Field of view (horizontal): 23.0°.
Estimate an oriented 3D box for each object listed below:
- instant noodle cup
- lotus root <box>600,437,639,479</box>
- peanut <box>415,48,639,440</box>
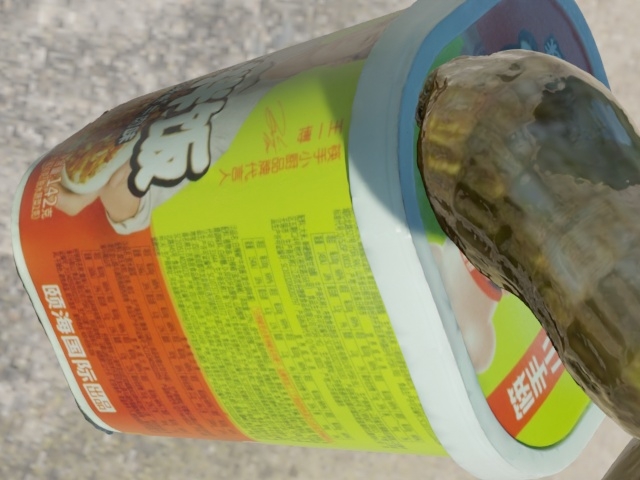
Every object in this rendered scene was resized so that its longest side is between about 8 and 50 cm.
[{"bbox_3d":[0.000,0.000,0.947,0.294,0.308,0.294,13,73,-52],"label":"instant noodle cup"},{"bbox_3d":[0.258,0.160,0.944,0.154,0.140,0.257,41,107,-21],"label":"lotus root"},{"bbox_3d":[0.103,-0.004,0.598,0.087,0.207,0.087,-20,137,-20],"label":"peanut"}]
